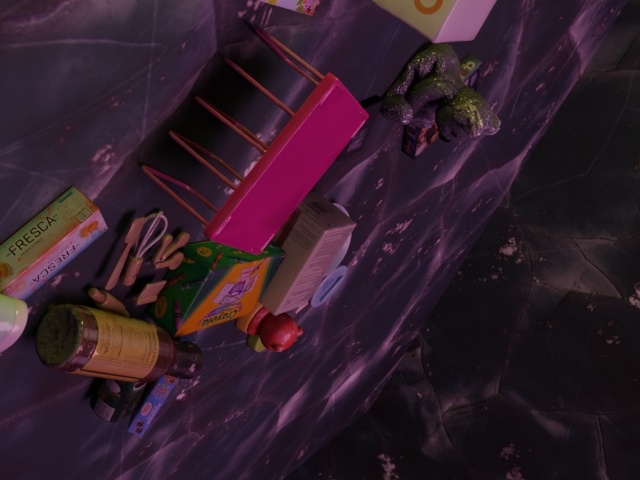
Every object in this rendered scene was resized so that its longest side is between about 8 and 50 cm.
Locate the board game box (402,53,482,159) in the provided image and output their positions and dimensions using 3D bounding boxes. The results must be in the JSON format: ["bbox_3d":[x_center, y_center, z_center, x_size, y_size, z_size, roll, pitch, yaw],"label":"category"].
[{"bbox_3d":[0.299,-0.328,2.182,0.243,0.042,0.165,-44,160,-18],"label":"board game box"}]

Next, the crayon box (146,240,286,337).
[{"bbox_3d":[-0.200,0.082,1.742,0.165,0.081,0.278,-58,160,21],"label":"crayon box"}]

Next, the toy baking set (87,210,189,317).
[{"bbox_3d":[-0.313,0.042,1.499,0.196,0.030,0.256,-52,162,-6],"label":"toy baking set"}]

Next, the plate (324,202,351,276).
[{"bbox_3d":[0.000,0.000,2.061,0.188,0.024,0.188,-22,123,-39],"label":"plate"}]

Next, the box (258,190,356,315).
[{"bbox_3d":[-0.053,0.025,1.902,0.232,0.127,0.149,-58,160,22],"label":"box"}]

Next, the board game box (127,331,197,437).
[{"bbox_3d":[-0.315,0.269,1.782,0.211,0.039,0.160,-58,-167,17],"label":"board game box"}]

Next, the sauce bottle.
[{"bbox_3d":[-0.329,0.187,1.510,0.111,0.111,0.344,-52,150,5],"label":"sauce bottle"}]

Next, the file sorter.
[{"bbox_3d":[-0.103,-0.154,1.363,0.290,0.182,0.202,-51,163,4],"label":"file sorter"}]

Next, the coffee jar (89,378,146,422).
[{"bbox_3d":[-0.369,0.254,1.681,0.096,0.079,0.184,-30,154,-56],"label":"coffee jar"}]

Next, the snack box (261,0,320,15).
[{"bbox_3d":[-0.022,-0.425,1.215,0.207,0.070,0.174,-59,160,19],"label":"snack box"}]

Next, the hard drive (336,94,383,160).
[{"bbox_3d":[0.080,-0.238,1.875,0.094,0.022,0.135,-31,153,-46],"label":"hard drive"}]

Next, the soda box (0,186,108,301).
[{"bbox_3d":[-0.385,0.011,1.220,0.183,0.058,0.063,-43,160,-19],"label":"soda box"}]

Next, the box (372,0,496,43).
[{"bbox_3d":[0.210,-0.510,1.361,0.168,0.215,0.345,-22,147,-56],"label":"box"}]

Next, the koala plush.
[{"bbox_3d":[0.285,-0.298,1.926,0.203,0.221,0.196,-57,160,17],"label":"koala plush"}]

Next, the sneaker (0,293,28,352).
[{"bbox_3d":[-0.517,0.132,1.137,0.256,0.094,0.151,-39,136,19],"label":"sneaker"}]

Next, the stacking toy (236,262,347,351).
[{"bbox_3d":[-0.053,0.182,2.197,0.309,0.130,0.279,-42,159,-23],"label":"stacking toy"}]
